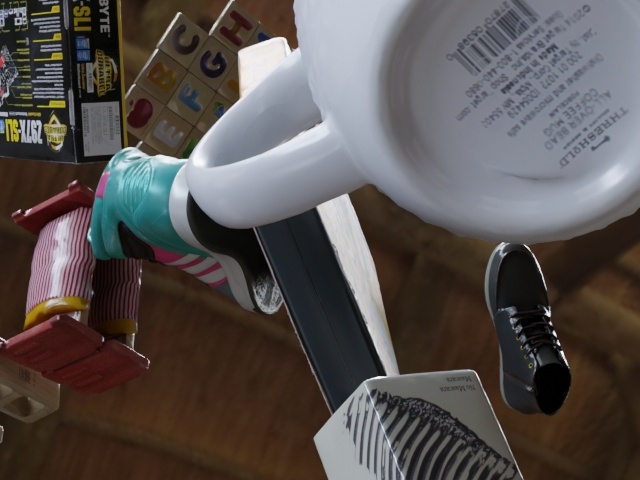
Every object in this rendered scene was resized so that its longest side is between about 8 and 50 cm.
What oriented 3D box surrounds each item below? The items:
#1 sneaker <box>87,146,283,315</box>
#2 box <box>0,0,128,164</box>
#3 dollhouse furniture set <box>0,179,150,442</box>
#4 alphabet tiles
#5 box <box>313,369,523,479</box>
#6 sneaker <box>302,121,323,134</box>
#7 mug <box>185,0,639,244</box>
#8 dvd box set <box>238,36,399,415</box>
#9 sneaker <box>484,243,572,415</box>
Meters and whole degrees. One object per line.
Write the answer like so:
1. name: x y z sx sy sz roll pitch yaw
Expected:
1. sneaker: -0.151 -0.009 1.523 0.123 0.178 0.295 -70 -25 -18
2. box: -0.356 -0.232 1.833 0.079 0.322 0.257 -9 -81 -34
3. dollhouse furniture set: -0.383 0.108 1.775 0.152 0.374 0.201 35 -140 -40
4. alphabet tiles: -0.124 -0.157 2.013 0.342 0.285 0.011 35 177 -40
5. box: 0.100 0.233 1.026 0.113 0.094 0.275 -3 -124 -34
6. sneaker: -0.002 -0.141 1.261 0.072 0.077 0.178 53 -161 -44
7. mug: 0.078 -0.123 0.895 0.276 0.374 0.328 56 -163 -19
8. dvd box set: 0.000 0.000 1.418 0.420 0.062 0.307 -99 -13 -66
9. sneaker: 0.269 0.109 1.802 0.083 0.118 0.222 -8 -90 -13
